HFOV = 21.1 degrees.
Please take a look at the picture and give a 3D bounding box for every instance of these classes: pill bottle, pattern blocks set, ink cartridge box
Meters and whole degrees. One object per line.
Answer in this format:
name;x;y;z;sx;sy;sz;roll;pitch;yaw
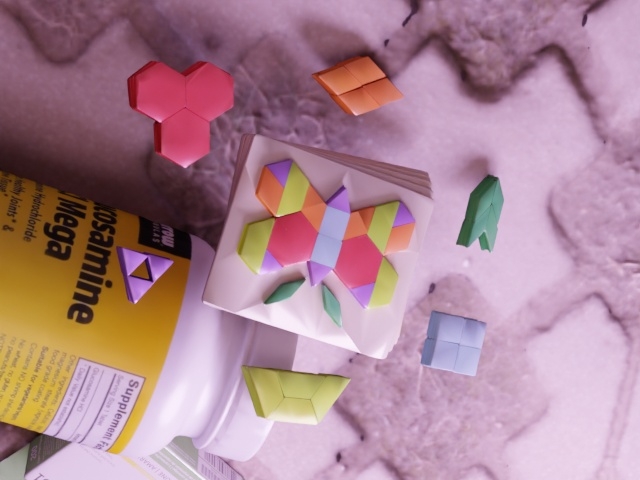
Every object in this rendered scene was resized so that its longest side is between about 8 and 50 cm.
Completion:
pill bottle;-0.195;0.061;1.362;0.334;0.188;0.188;18;124;-14
pattern blocks set;0.000;0.000;1.317;0.325;0.026;0.285;1;95;-28
ink cartridge box;-0.209;0.243;1.576;0.235;0.056;0.171;-35;119;20
